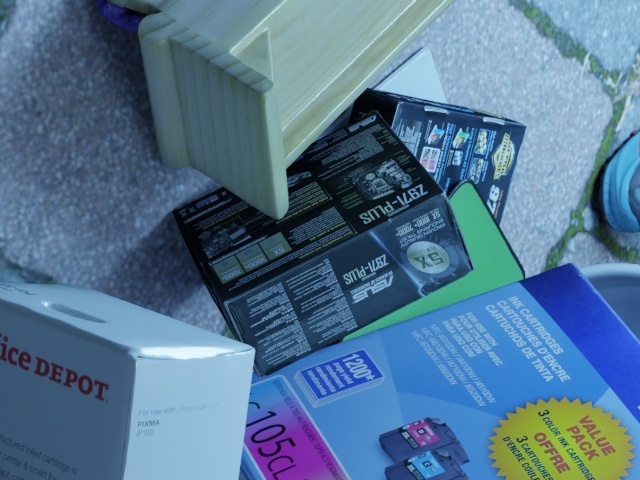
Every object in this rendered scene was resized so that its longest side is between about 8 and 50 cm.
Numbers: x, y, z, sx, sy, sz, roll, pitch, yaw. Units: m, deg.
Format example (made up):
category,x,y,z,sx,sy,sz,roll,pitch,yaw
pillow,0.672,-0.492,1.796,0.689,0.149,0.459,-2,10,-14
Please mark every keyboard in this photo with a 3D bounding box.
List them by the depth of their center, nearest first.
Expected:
category,x,y,z,sx,sy,sz,roll,pitch,yaw
keyboard,0.016,-0.062,1.620,0.256,0.014,0.072,-42,122,-29

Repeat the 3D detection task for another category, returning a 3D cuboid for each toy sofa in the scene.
category,x,y,z,sx,sy,sz,roll,pitch,yaw
toy sofa,0.008,-0.206,1.494,0.362,0.177,0.150,-46,154,-26

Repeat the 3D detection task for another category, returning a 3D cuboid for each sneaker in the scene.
category,x,y,z,sx,sy,sz,roll,pitch,yaw
sneaker,0.382,-0.097,1.884,0.262,0.125,0.104,-53,133,-19

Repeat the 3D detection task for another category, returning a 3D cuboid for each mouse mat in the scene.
category,x,y,z,sx,sy,sz,roll,pitch,yaw
mouse mat,0.095,0.058,1.653,0.190,0.007,0.152,-51,136,-17

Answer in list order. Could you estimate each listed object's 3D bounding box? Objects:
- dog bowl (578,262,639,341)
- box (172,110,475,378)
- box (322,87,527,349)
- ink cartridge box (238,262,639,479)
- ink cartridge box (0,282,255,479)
category,x,y,z,sx,sy,sz,roll,pitch,yaw
dog bowl,0.265,0.156,1.735,0.104,0.265,0.265,22,85,-72
box,0.000,0.000,1.479,0.180,0.147,0.077,-27,123,-6
box,0.076,-0.007,1.648,0.175,0.051,0.220,5,102,-48
ink cartridge box,0.140,0.180,1.530,0.395,0.270,0.151,-18,130,-16
ink cartridge box,-0.165,0.185,1.370,0.117,0.207,0.283,-1,102,-45
